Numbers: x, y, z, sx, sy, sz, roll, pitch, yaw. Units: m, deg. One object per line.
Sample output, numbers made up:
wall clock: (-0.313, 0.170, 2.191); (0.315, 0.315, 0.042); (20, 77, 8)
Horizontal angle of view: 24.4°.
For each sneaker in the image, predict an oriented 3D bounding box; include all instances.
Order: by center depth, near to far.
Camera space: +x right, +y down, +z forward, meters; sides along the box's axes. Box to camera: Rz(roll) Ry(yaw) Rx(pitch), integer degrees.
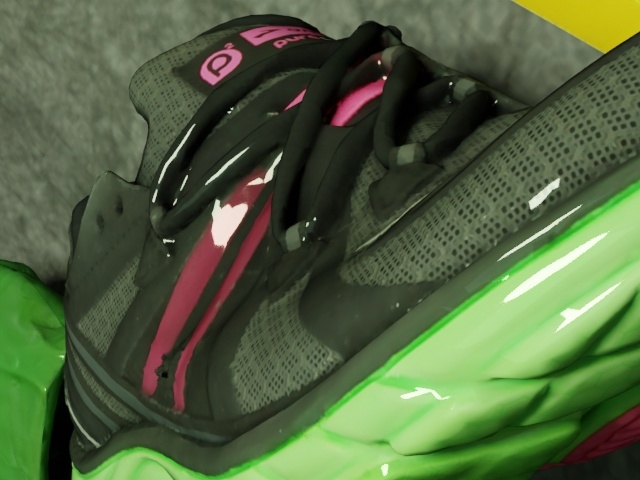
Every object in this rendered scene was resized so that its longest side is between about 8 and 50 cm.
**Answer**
sneaker: (0.000, 0.000, 0.554); (0.483, 0.185, 0.202); (-23, 82, 56)

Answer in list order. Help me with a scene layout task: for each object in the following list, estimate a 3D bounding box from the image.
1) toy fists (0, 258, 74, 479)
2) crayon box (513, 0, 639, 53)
toy fists: (-0.179, 0.140, 0.836); (0.142, 0.096, 0.279); (20, 120, 27)
crayon box: (0.163, -0.211, 0.488); (0.363, 0.106, 0.313); (36, 120, 27)
